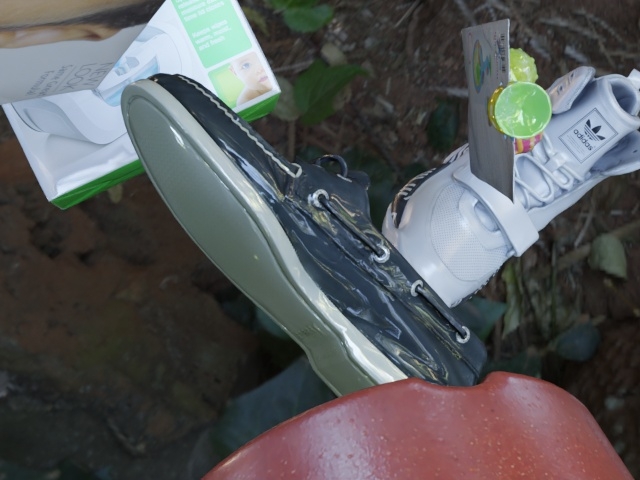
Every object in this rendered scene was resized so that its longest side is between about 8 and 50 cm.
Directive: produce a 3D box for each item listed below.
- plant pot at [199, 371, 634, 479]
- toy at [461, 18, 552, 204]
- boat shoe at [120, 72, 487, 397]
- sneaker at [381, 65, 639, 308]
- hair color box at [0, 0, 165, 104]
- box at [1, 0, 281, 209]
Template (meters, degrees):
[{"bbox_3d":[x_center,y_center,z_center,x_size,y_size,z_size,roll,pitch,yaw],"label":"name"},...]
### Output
[{"bbox_3d":[0.062,0.209,0.369,0.272,0.265,0.272,-11,139,-10],"label":"plant pot"},{"bbox_3d":[0.159,-0.114,0.865,0.056,0.237,0.137,-4,100,4],"label":"toy"},{"bbox_3d":[0.002,0.000,0.739,0.340,0.113,0.127,48,156,-5],"label":"boat shoe"},{"bbox_3d":[0.217,-0.070,1.093,0.137,0.366,0.210,51,137,-5],"label":"sneaker"},{"bbox_3d":[-0.202,-0.111,0.345,0.185,0.339,0.110,-35,80,48],"label":"hair color box"},{"bbox_3d":[-0.210,-0.193,1.081,0.262,0.127,0.231,-25,91,-8],"label":"box"}]
